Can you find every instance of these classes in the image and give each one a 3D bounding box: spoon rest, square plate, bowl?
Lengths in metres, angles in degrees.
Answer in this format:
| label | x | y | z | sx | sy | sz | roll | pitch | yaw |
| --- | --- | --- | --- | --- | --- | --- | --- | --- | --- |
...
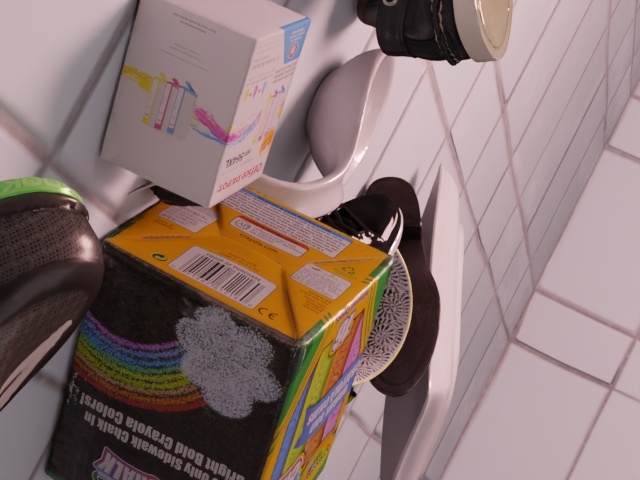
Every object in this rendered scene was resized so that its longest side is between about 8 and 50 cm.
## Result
| label | x | y | z | sx | sy | sz | roll | pitch | yaw |
| --- | --- | --- | --- | --- | --- | --- | --- | --- | --- |
| spoon rest | 0.009 | -0.085 | 1.386 | 0.276 | 0.084 | 0.137 | -44 | 155 | -51 |
| square plate | 0.129 | 0.139 | 1.934 | 0.344 | 0.049 | 0.347 | 103 | -5 | -52 |
| bowl | 0.001 | 0.061 | 1.544 | 0.080 | 0.170 | 0.170 | -2 | -127 | 57 |

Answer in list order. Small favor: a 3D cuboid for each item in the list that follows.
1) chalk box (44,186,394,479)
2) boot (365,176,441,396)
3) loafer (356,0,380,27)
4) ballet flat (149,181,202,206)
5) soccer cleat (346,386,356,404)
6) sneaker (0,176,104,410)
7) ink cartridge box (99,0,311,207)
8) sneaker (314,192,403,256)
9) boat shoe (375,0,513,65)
| label | x | y | z | sx | sy | sz | roll | pitch | yaw |
| --- | --- | --- | --- | --- | --- | --- | --- | --- | --- |
| chalk box | -0.088 | 0.125 | 1.219 | 0.179 | 0.180 | 0.289 | -40 | 153 | -57 |
| boot | 0.075 | 0.103 | 1.777 | 0.280 | 0.096 | 0.264 | 91 | -9 | -61 |
| loafer | 0.114 | -0.303 | 1.441 | 0.096 | 0.084 | 0.267 | 53 | 55 | -38 |
| ballet flat | -0.073 | -0.068 | 1.198 | 0.173 | 0.049 | 0.057 | -46 | 157 | -50 |
| soccer cleat | -0.003 | 0.187 | 1.798 | 0.179 | 0.072 | 0.060 | -61 | 165 | -12 |
| sneaker | -0.238 | 0.181 | 0.751 | 0.483 | 0.202 | 0.185 | -58 | 164 | -21 |
| ink cartridge box | -0.081 | -0.096 | 1.050 | 0.092 | 0.090 | 0.143 | -36 | 148 | -61 |
| sneaker | 0.000 | 0.000 | 1.419 | 0.217 | 0.079 | 0.121 | -37 | 153 | -26 |
| boat shoe | 0.103 | -0.286 | 1.313 | 0.127 | 0.113 | 0.340 | 48 | 40 | -52 |
